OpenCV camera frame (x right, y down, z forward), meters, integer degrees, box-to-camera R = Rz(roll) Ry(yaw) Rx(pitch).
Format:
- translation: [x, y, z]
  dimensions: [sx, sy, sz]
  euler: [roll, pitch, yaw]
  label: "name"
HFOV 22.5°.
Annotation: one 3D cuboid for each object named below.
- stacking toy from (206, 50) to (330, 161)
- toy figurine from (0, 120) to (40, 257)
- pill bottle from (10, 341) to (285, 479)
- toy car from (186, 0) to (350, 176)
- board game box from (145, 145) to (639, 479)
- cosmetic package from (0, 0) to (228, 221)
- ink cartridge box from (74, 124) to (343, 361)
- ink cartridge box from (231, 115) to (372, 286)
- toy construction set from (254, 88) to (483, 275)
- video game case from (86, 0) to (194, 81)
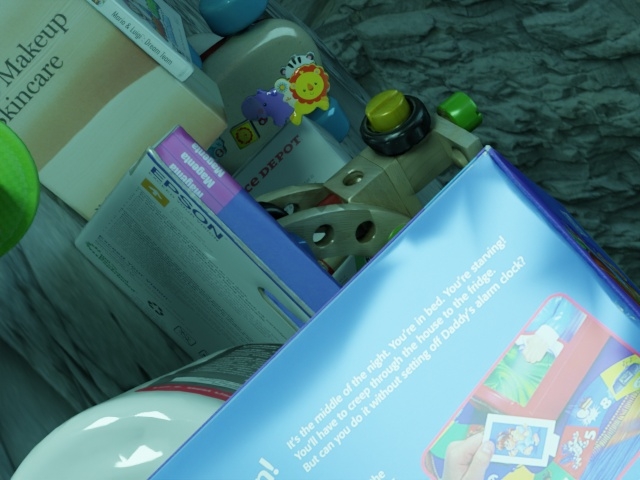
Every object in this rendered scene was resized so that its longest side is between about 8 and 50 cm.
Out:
- translation: [-0.087, -0.114, 1.586]
  dimensions: [0.052, 0.221, 0.167]
  euler: [60, 6, -9]
  label: "stacking toy"
- translation: [-0.239, 0.010, 0.887]
  dimensions: [0.173, 0.130, 0.159]
  euler: [16, 32, -22]
  label: "toy figurine"
- translation: [-0.041, 0.149, 0.879]
  dimensions: [0.176, 0.176, 0.318]
  euler: [46, 11, 6]
  label: "pill bottle"
- translation: [-0.131, -0.166, 1.839]
  dimensions: [0.238, 0.210, 0.219]
  euler: [11, -37, 54]
  label: "toy car"
- translation: [0.014, 0.173, 0.535]
  dimensions: [0.233, 0.347, 0.078]
  euler: [52, 12, 31]
  label: "board game box"
- translation: [-0.237, -0.157, 1.362]
  dimensions: [0.296, 0.153, 0.129]
  euler: [40, 11, -21]
  label: "cosmetic package"
- translation: [-0.022, 0.064, 1.170]
  dimensions: [0.324, 0.071, 0.330]
  euler: [45, -20, -5]
  label: "ink cartridge box"
- translation: [0.000, 0.000, 1.642]
  dimensions: [0.212, 0.154, 0.093]
  euler: [50, 10, 25]
  label: "ink cartridge box"
- translation: [0.053, -0.005, 1.392]
  dimensions: [0.257, 0.237, 0.309]
  euler: [45, -11, -14]
  label: "toy construction set"
- translation: [-0.168, -0.206, 1.348]
  dimensions: [0.143, 0.019, 0.157]
  euler: [40, 13, -23]
  label: "video game case"
